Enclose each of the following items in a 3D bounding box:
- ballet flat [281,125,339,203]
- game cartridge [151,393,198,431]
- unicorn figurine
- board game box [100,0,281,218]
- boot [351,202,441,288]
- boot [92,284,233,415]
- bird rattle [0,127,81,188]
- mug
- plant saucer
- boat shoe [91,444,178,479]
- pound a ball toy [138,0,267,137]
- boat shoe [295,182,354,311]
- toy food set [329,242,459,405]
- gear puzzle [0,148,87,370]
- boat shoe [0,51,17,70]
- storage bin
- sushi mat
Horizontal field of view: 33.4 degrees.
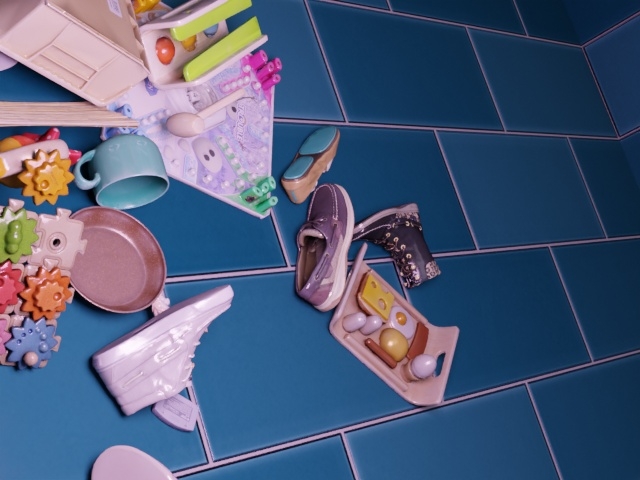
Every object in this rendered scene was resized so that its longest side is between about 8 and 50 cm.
[{"bbox_3d":[-0.019,-0.159,2.255,0.232,0.080,0.073,-54,137,-45],"label":"ballet flat"},{"bbox_3d":[-0.244,0.285,1.787,0.083,0.017,0.056,37,42,-26],"label":"game cartridge"},{"bbox_3d":[-0.254,0.154,1.813,0.111,0.060,0.162,27,55,-20],"label":"unicorn figurine"},{"bbox_3d":[-0.235,-0.282,2.101,0.390,0.050,0.390,25,51,-35],"label":"board game box"},{"bbox_3d":[0.166,0.020,2.322,0.236,0.085,0.179,-17,83,-50],"label":"boot"},{"bbox_3d":[-0.236,0.181,1.750,0.258,0.095,0.123,-30,99,-17],"label":"boot"},{"bbox_3d":[-0.471,-0.109,1.646,0.253,0.206,0.143,-10,92,-40],"label":"bird rattle"},{"bbox_3d":[-0.340,-0.128,1.828,0.157,0.129,0.097,35,34,-66],"label":"mug"},{"bbox_3d":[-0.354,0.037,1.786,0.198,0.036,0.199,23,50,-29],"label":"plant saucer"},{"bbox_3d":[-0.214,0.458,1.657,0.340,0.127,0.158,46,-6,11],"label":"boat shoe"},{"bbox_3d":[-0.230,-0.346,2.028,0.319,0.135,0.208,-47,129,-49],"label":"pound a ball toy"},{"bbox_3d":[0.000,0.000,2.146,0.092,0.102,0.285,29,55,-39],"label":"boat shoe"},{"bbox_3d":[0.161,0.173,2.219,0.306,0.092,0.220,43,43,-21],"label":"toy food set"},{"bbox_3d":[-0.424,0.031,1.576,0.175,0.044,0.339,12,97,-43],"label":"gear puzzle"},{"bbox_3d":[-0.595,-0.283,1.689,0.267,0.088,0.096,-45,123,-52],"label":"boat shoe"},{"bbox_3d":[-0.435,-0.400,1.826,0.260,0.123,0.262,30,33,-51],"label":"storage bin"},{"bbox_3d":[-0.464,-0.209,1.759,0.316,0.151,0.019,-6,114,-49],"label":"sushi mat"}]
